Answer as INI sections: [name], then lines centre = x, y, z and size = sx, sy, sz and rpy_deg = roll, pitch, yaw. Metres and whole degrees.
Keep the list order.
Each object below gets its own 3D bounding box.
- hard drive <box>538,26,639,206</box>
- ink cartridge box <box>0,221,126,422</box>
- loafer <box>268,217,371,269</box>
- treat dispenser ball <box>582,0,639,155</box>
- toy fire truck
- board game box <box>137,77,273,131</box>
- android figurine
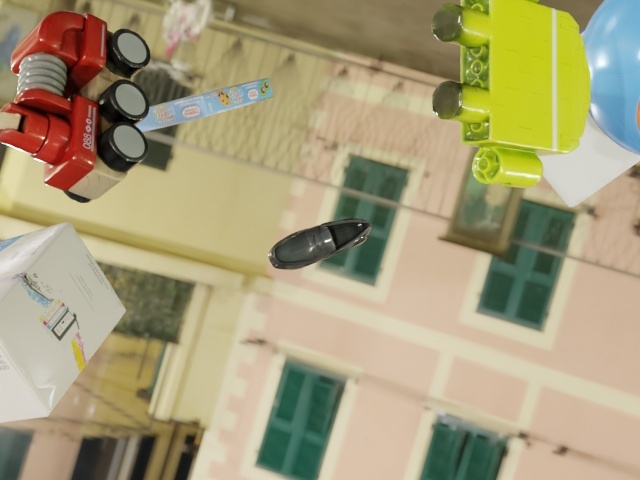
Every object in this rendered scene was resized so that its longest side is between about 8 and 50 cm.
[hard drive]
centre = 0.437, -0.200, 1.918
size = 0.319, 0.210, 0.040
rpy_deg = 39, -161, -46
[ink cartridge box]
centre = -0.423, 0.118, 1.594
size = 0.171, 0.168, 0.232
rpy_deg = -13, -152, 30
[loafer]
centre = 0.000, 0.000, 2.300
size = 0.223, 0.076, 0.078
rpy_deg = -18, 170, -24
[treat dispenser ball]
centre = 0.524, -0.257, 1.675
size = 0.288, 0.288, 0.288
rpy_deg = 16, -179, 0
[toy fire truck]
centre = -0.351, -0.174, 1.371
size = 0.246, 0.217, 0.158
rpy_deg = 21, 143, -37
[board game box]
centre = -0.196, -0.217, 1.841
size = 0.160, 0.039, 0.211
rpy_deg = -9, -171, 29
[android figurine]
centre = 0.223, -0.184, 1.293
size = 0.056, 0.248, 0.273
rpy_deg = -2, 179, 43
